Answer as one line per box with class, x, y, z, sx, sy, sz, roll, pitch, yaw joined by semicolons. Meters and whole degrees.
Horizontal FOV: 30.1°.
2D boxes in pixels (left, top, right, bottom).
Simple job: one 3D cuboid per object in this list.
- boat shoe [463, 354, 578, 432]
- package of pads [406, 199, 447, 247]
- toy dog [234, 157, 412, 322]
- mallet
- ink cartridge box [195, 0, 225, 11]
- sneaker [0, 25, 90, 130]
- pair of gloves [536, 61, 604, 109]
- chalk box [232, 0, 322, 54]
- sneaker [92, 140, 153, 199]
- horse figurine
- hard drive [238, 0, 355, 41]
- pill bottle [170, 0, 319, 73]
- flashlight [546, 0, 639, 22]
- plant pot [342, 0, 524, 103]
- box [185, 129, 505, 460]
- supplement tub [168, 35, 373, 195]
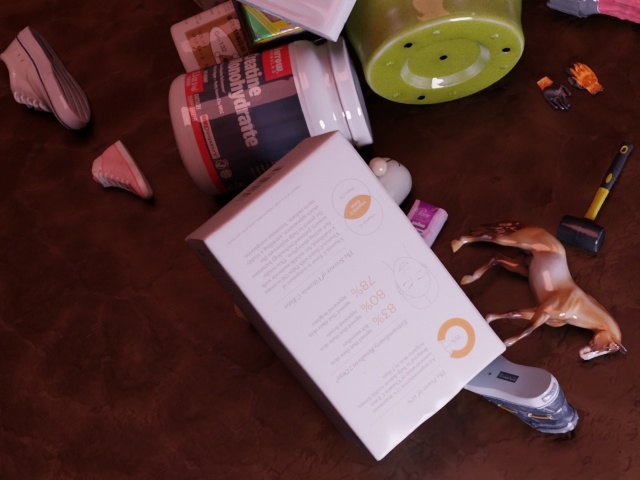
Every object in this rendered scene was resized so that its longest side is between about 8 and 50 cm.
boat shoe;0.244;0.195;1.521;0.065;0.083;0.183;-48;31;-16
package of pads;0.142;-0.014;1.700;0.050;0.032;0.083;22;66;24
toy dog;0.000;0.000;1.654;0.220;0.161;0.334;4;59;18
mallet;0.385;-0.067;1.665;0.062;0.039;0.190;14;59;20
ink cartridge box;-0.214;-0.476;2.041;0.056;0.135;0.099;-34;56;-11
sneaker;-0.469;-0.256;2.014;0.091;0.094;0.258;-43;50;9
pair of gloves;0.374;-0.233;1.787;0.083;0.010;0.074;-29;55;-2
chalk box;-0.074;-0.401;1.791;0.132;0.132;0.213;-19;88;-6
sneaker;-0.316;-0.097;1.878;0.070;0.051;0.134;-34;52;-5
horse figurine;0.280;0.055;1.590;0.174;0.066;0.263;-14;50;-5
hard drive;0.000;-0.456;1.667;0.203;0.040;0.307;26;91;21
pill bottle;-0.115;-0.330;1.919;0.229;0.131;0.131;-24;55;1
flashlight;0.486;-0.344;1.771;0.304;0.103;0.103;22;69;26
plant pot;0.154;-0.409;1.791;0.366;0.366;0.353;-14;67;8
box;0.027;0.065;1.486;0.215;0.168;0.345;-39;100;-11
supplement tub;-0.074;-0.188;1.779;0.272;0.191;0.191;-16;55;6
